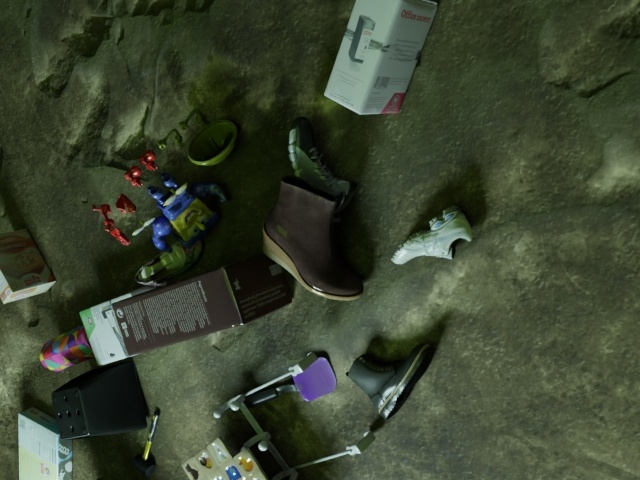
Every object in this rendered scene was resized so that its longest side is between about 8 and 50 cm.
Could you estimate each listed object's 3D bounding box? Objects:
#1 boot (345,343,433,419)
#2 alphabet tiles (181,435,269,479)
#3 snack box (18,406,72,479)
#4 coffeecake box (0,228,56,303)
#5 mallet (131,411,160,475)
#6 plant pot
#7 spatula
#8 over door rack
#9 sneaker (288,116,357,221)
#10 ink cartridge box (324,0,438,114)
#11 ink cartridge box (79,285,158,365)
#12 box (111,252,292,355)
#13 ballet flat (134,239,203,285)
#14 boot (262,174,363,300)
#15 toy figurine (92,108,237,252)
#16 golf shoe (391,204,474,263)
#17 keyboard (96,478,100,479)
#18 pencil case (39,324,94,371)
[{"bbox_3d":[0.135,0.259,1.463,0.137,0.077,0.198,42,118,24],"label":"boot"},{"bbox_3d":[-0.189,0.637,1.655,0.285,0.011,0.342,-43,77,33],"label":"alphabet tiles"},{"bbox_3d":[-0.849,0.697,2.184,0.187,0.060,0.322,15,108,30],"label":"snack box"},{"bbox_3d":[-0.870,0.071,2.016,0.068,0.142,0.185,-39,79,32],"label":"coffeecake box"},{"bbox_3d":[-0.460,0.556,1.925,0.062,0.039,0.190,33,112,24],"label":"mallet"},{"bbox_3d":[-0.608,0.444,1.904,0.188,0.167,0.187,-17,84,35],"label":"plant pot"},{"bbox_3d":[-0.089,0.350,1.646,0.296,0.030,0.084,-26,91,34],"label":"spatula"},{"bbox_3d":[-0.078,0.421,1.584,0.324,0.108,0.239,-35,91,34],"label":"over door rack"},{"bbox_3d":[0.013,-0.142,1.457,0.132,0.086,0.229,5,113,27],"label":"sneaker"},{"bbox_3d":[0.112,-0.350,1.295,0.092,0.158,0.218,32,115,24],"label":"ink cartridge box"},{"bbox_3d":[-0.506,0.222,1.847,0.219,0.092,0.160,-21,89,34],"label":"ink cartridge box"},{"bbox_3d":[-0.276,0.145,1.629,0.381,0.191,0.143,-20,89,35],"label":"box"},{"bbox_3d":[-0.379,0.057,1.740,0.221,0.079,0.077,-32,82,33],"label":"ballet flat"},{"bbox_3d":[0.000,0.000,1.433,0.248,0.090,0.207,28,131,7],"label":"boot"},{"bbox_3d":[-0.312,-0.098,1.642,0.191,0.217,0.362,29,71,39],"label":"toy figurine"},{"bbox_3d":[0.215,0.011,1.364,0.176,0.069,0.086,-39,85,33],"label":"golf shoe"},{"bbox_3d":[-0.651,0.798,2.102,0.108,0.023,0.180,13,106,30],"label":"keyboard"},{"bbox_3d":[-0.682,0.296,1.975,0.236,0.104,0.104,-23,87,36],"label":"pencil case"}]
